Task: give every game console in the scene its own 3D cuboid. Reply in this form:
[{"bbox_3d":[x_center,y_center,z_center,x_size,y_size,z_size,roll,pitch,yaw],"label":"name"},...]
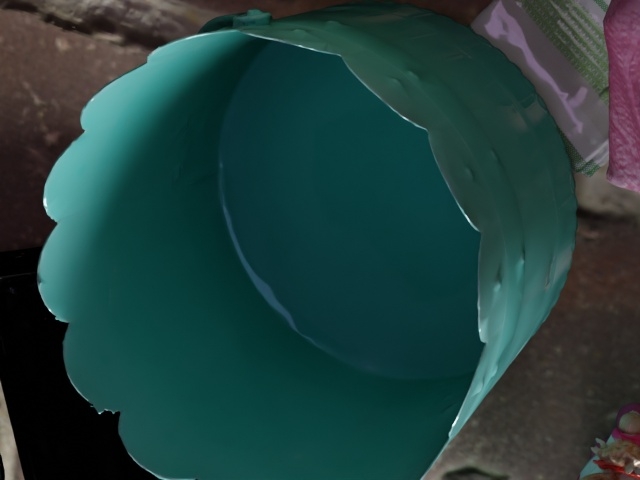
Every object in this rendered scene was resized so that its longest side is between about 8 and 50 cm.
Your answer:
[{"bbox_3d":[-0.240,0.116,1.323,0.361,0.044,0.213,-7,101,22],"label":"game console"}]

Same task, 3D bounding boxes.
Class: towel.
[{"bbox_3d":[0.162,-0.121,1.109,0.113,0.023,0.152,47,115,2],"label":"towel"}]

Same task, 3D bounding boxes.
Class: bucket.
[{"bbox_3d":[0.000,0.000,1.106,0.281,0.183,0.281,9,110,24],"label":"bucket"}]

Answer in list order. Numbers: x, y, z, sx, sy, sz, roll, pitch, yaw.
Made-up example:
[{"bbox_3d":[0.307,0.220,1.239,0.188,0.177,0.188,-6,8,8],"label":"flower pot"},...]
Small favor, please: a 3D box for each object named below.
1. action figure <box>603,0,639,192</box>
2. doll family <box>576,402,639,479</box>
[{"bbox_3d":[0.175,-0.166,0.768,0.276,0.248,0.370,15,145,39],"label":"action figure"},{"bbox_3d":[0.148,0.222,1.134,0.118,0.163,0.263,36,114,8],"label":"doll family"}]
